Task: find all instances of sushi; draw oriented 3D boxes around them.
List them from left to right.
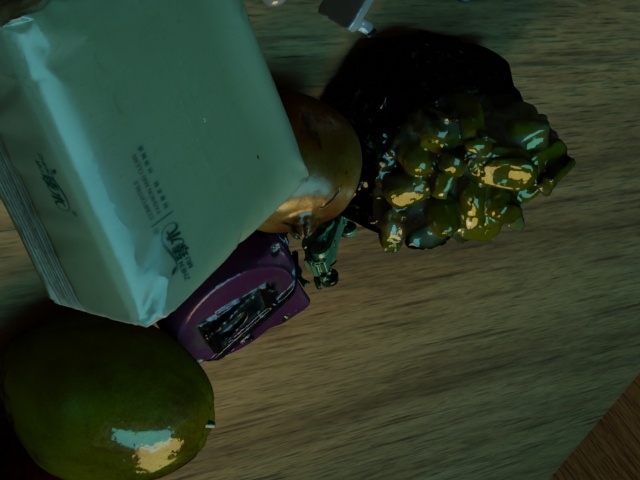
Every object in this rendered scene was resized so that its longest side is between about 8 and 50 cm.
[{"bbox_3d":[0.174,-0.110,2.176,0.328,0.285,0.329,2,135,-50],"label":"sushi"}]

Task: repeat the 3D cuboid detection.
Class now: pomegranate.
[{"bbox_3d":[-0.052,-0.104,2.034,0.209,0.209,0.209,-27,151,-17],"label":"pomegranate"}]

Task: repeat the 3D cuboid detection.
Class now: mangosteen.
[{"bbox_3d":[-0.444,0.354,2.292,0.257,0.215,0.215,-31,159,-52],"label":"mangosteen"}]

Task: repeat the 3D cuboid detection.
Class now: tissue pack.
[{"bbox_3d":[-0.208,-0.144,1.576,0.297,0.207,0.380,-45,129,-32],"label":"tissue pack"}]

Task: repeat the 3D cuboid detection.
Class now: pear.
[{"bbox_3d":[-0.308,0.228,2.157,0.321,0.269,0.269,16,136,-5],"label":"pear"}]

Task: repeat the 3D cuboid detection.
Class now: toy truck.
[{"bbox_3d":[0.000,-0.001,2.323,0.078,0.154,0.080,1,135,20],"label":"toy truck"}]

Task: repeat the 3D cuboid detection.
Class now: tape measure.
[{"bbox_3d":[-0.135,0.069,2.241,0.245,0.149,0.231,-34,153,-6],"label":"tape measure"}]

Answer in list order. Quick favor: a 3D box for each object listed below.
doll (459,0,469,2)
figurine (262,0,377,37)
[{"bbox_3d":[0.196,-0.377,2.022,0.103,0.071,0.214,-37,160,18],"label":"doll"},{"bbox_3d":[-0.006,-0.353,1.760,0.182,0.144,0.256,-42,149,17],"label":"figurine"}]
